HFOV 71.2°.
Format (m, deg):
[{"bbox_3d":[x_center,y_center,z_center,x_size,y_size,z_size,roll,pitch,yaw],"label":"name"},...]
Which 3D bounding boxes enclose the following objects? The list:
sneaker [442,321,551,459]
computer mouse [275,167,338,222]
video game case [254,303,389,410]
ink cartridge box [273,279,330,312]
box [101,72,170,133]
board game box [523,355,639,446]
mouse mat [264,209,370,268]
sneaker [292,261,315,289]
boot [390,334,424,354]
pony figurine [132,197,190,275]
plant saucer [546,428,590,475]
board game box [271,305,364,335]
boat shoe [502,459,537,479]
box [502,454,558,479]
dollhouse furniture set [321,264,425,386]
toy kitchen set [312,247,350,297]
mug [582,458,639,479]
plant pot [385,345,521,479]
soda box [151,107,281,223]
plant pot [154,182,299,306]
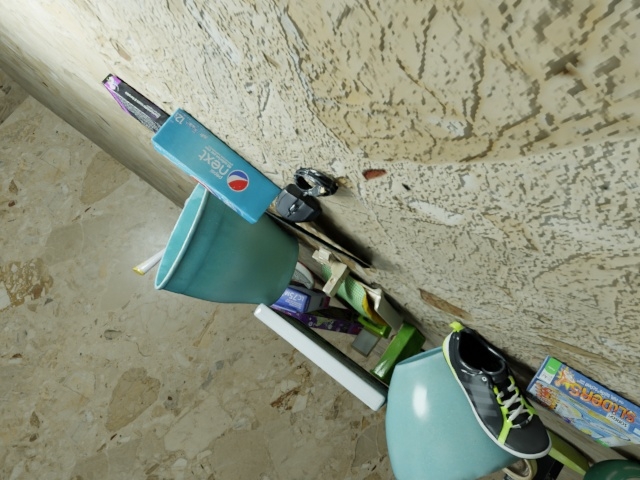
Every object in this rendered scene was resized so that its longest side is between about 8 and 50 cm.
[{"bbox_3d":[0.276,0.239,0.718,0.234,0.084,0.097,53,165,26],"label":"sneaker"},{"bbox_3d":[-0.027,-0.056,0.646,0.071,0.041,0.242,39,169,-6],"label":"computer mouse"},{"bbox_3d":[0.020,0.274,1.055,0.329,0.036,0.300,34,174,19],"label":"video game case"},{"bbox_3d":[-0.096,0.171,1.431,0.186,0.065,0.311,17,-177,19],"label":"ink cartridge box"},{"bbox_3d":[-0.325,-0.237,0.854,0.162,0.029,0.116,38,170,0],"label":"box"},{"bbox_3d":[0.373,0.236,0.643,0.136,0.035,0.201,30,168,30],"label":"board game box"},{"bbox_3d":[0.000,0.000,0.771,0.190,0.007,0.152,29,-178,10],"label":"mouse mat"},{"bbox_3d":[-0.115,0.093,1.422,0.225,0.092,0.088,35,170,-12],"label":"sneaker"},{"bbox_3d":[0.278,0.337,1.381,0.087,0.042,0.118,33,179,-28],"label":"boot"},{"bbox_3d":[-0.436,0.002,1.564,0.351,0.363,0.302,5,143,41],"label":"pony figurine"},{"bbox_3d":[0.605,0.537,1.194,0.241,0.037,0.241,36,170,7],"label":"plant saucer"},{"bbox_3d":[0.015,0.261,1.542,0.347,0.056,0.208,17,-174,-34],"label":"board game box"},{"bbox_3d":[0.481,0.545,1.311,0.341,0.121,0.110,41,180,33],"label":"boat shoe"},{"bbox_3d":[0.687,0.744,1.432,0.103,0.184,0.261,30,168,42],"label":"box"},{"bbox_3d":[0.096,0.206,1.082,0.198,0.151,0.301,27,166,42],"label":"dollhouse furniture set"},{"bbox_3d":[0.005,0.065,0.971,0.083,0.075,0.068,26,165,27],"label":"toy kitchen set"},{"bbox_3d":[0.556,0.449,0.784,0.129,0.158,0.097,59,178,28],"label":"mug"},{"bbox_3d":[0.247,0.316,0.875,0.290,0.291,0.195,86,164,-76],"label":"plant pot"},{"bbox_3d":[-0.173,-0.120,0.751,0.210,0.071,0.067,39,169,-11],"label":"soda box"},{"bbox_3d":[-0.199,0.028,1.021,0.255,0.271,0.272,26,174,-23],"label":"plant pot"}]
